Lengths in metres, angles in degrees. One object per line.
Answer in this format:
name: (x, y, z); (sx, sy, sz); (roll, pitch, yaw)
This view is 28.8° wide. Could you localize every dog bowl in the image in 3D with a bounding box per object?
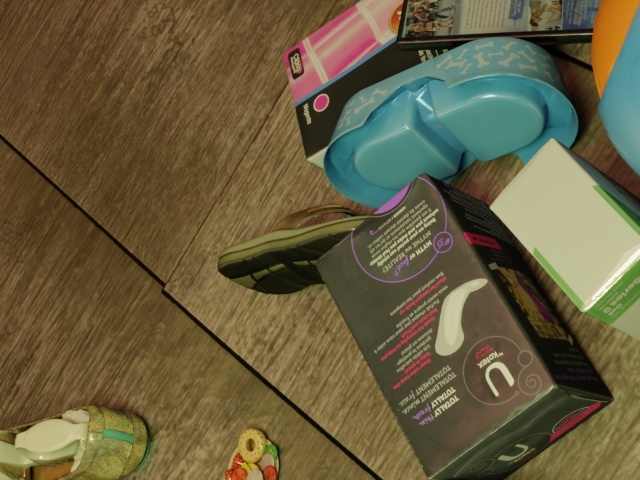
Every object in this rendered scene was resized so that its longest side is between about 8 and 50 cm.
dog bowl: (0.140, -0.129, 1.381); (0.297, 0.166, 0.074); (-21, 48, 33)

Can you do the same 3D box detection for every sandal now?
sandal: (-0.002, -0.001, 1.477); (0.303, 0.120, 0.086); (-7, 54, 39)

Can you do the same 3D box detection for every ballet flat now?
ballet flat: (-0.383, 0.288, 1.672); (0.348, 0.123, 0.123); (-19, 60, 34)

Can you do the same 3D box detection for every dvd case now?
dvd case: (0.219, -0.298, 1.414); (0.253, 0.022, 0.180); (1, 65, 22)

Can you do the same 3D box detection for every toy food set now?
toy food set: (-0.081, 0.272, 1.486); (0.083, 0.020, 0.082); (-54, 47, 8)

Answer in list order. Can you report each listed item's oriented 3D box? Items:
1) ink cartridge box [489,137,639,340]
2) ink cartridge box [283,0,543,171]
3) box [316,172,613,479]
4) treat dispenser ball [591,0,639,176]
ink cartridge box: (0.280, 0.014, 1.159); (0.093, 0.212, 0.154); (-50, 48, 17)
ink cartridge box: (0.123, -0.242, 1.509); (0.371, 0.069, 0.175); (-29, 55, 25)
box: (0.142, 0.092, 1.272); (0.165, 0.143, 0.270); (-40, 58, 21)
treat dispenser ball: (0.384, -0.161, 1.093); (0.288, 0.288, 0.288); (-17, 61, 34)
